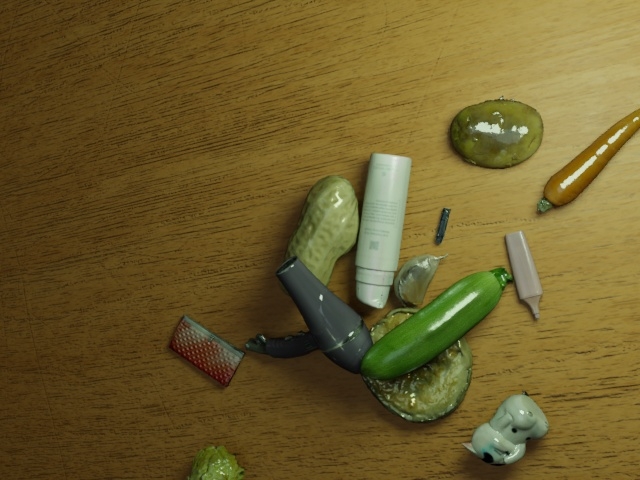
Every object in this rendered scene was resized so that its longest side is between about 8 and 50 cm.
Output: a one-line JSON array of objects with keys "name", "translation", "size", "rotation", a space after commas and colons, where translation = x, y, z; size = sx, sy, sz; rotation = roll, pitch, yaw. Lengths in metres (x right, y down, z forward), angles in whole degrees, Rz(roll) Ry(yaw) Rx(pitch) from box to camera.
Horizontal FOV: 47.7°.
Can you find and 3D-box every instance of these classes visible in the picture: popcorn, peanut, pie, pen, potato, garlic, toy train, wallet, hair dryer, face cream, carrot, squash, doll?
[{"name": "popcorn", "translation": [-0.271, 0.584, 1.813], "size": [0.141, 0.162, 0.135], "rotation": [49, 147, 47]}, {"name": "peanut", "translation": [0.000, 0.000, 1.686], "size": [0.152, 0.152, 0.313], "rotation": [28, 101, 16]}, {"name": "pie", "translation": [0.217, 0.287, 1.671], "size": [0.274, 0.055, 0.274], "rotation": [1, 93, 18]}, {"name": "pen", "translation": [0.453, 0.077, 1.593], "size": [0.053, 0.032, 0.197], "rotation": [-15, 85, 18]}, {"name": "potato", "translation": [0.382, -0.239, 1.577], "size": [0.200, 0.081, 0.164], "rotation": [2, 92, 16]}, {"name": "garlic", "translation": [0.218, 0.080, 1.659], "size": [0.084, 0.066, 0.152], "rotation": [24, 92, -8]}, {"name": "toy train", "translation": [0.280, -0.034, 1.653], "size": [0.017, 0.017, 0.083], "rotation": [15, 97, 20]}, {"name": "wallet", "translation": [-0.296, 0.284, 1.864], "size": [0.196, 0.020, 0.103], "rotation": [31, 101, 15]}, {"name": "hair dryer", "translation": [-0.070, 0.206, 1.694], "size": [0.361, 0.121, 0.301], "rotation": [-25, 109, 41]}, {"name": "face cream", "translation": [0.139, -0.023, 1.659], "size": [0.102, 0.102, 0.345], "rotation": [10, 96, 18]}, {"name": "carrot", "translation": [0.582, -0.180, 1.520], "size": [0.336, 0.069, 0.069], "rotation": [-46, 78, 12]}, {"name": "squash", "translation": [0.257, 0.183, 1.578], "size": [0.395, 0.107, 0.107], "rotation": [-34, 81, -6]}, {"name": "doll", "translation": [0.409, 0.421, 1.584], "size": [0.110, 0.107, 0.180], "rotation": [36, 101, -23]}]
